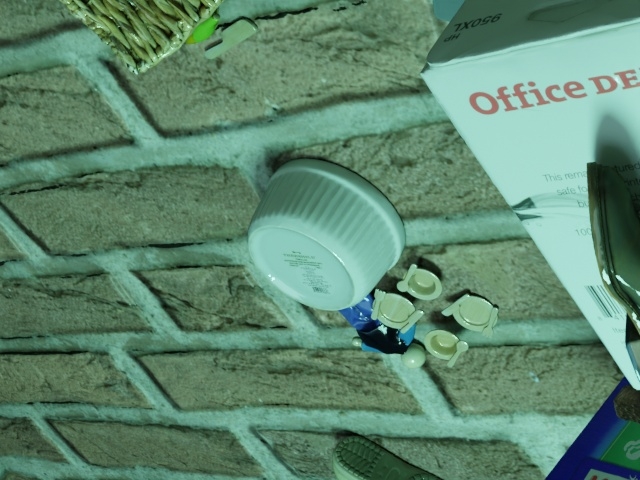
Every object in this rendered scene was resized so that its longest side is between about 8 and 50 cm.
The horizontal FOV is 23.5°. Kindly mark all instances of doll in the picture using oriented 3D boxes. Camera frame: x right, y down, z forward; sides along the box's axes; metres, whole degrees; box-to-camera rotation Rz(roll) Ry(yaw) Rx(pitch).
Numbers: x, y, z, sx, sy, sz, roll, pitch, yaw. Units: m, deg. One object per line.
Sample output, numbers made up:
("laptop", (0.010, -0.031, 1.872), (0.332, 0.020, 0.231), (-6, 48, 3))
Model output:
("doll", (0.084, 0.119, 2.202), (0.189, 0.046, 0.129), (46, 138, -20))

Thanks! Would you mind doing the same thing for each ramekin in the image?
("ramekin", (0.000, 0.000, 2.059), (0.207, 0.109, 0.207), (22, 146, 16))

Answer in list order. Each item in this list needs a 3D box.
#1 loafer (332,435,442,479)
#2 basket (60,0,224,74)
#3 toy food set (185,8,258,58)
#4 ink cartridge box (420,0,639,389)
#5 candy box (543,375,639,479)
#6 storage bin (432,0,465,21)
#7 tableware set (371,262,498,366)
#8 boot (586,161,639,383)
("loafer", (0.134, 0.422, 2.525), (0.268, 0.102, 0.092), (37, 150, 12))
("basket", (-0.226, -0.372, 1.741), (0.299, 0.213, 0.223), (45, -169, -12))
("toy food set", (-0.181, -0.295, 1.888), (0.192, 0.038, 0.132), (43, 147, -15))
("ink cartridge box", (0.314, -0.068, 1.262), (0.286, 0.166, 0.395), (-8, 130, 43))
("candy box", (0.435, 0.289, 1.827), (0.268, 0.317, 0.122), (18, 147, 44))
("storage bin", (0.179, -0.259, 1.574), (0.135, 0.091, 0.098), (18, 145, 24))
("tableware set", (0.155, 0.101, 2.111), (0.169, 0.020, 0.141), (31, 134, -2))
("boot", (0.279, 0.020, 1.207), (0.106, 0.082, 0.219), (-13, 124, 19))
